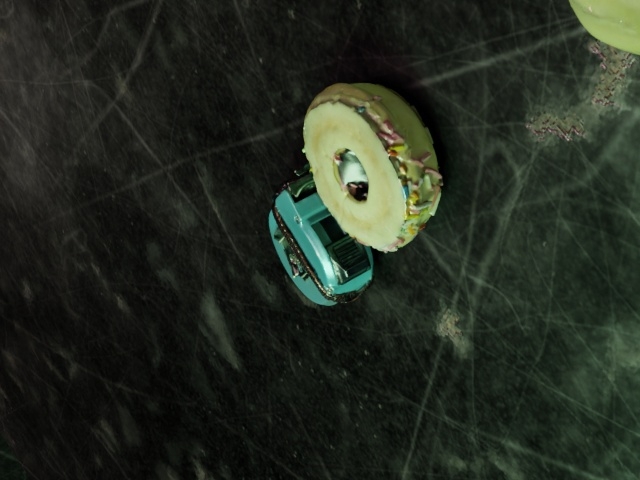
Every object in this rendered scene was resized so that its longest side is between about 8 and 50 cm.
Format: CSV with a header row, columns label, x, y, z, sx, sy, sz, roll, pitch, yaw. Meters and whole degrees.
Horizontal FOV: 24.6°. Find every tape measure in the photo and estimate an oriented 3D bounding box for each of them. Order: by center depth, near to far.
label,x,y,z,sx,sy,sz,roll,pitch,yaw
tape measure,0.000,0.000,1.522,0.146,0.081,0.125,60,160,7

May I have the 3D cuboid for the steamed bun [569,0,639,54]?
label,x,y,z,sx,sy,sz,roll,pitch,yaw
steamed bun,0.263,-0.225,0.854,0.232,0.166,0.272,6,94,44

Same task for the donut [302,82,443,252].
label,x,y,z,sx,sy,sz,roll,pitch,yaw
donut,0.051,-0.074,1.401,0.175,0.068,0.174,39,144,36
